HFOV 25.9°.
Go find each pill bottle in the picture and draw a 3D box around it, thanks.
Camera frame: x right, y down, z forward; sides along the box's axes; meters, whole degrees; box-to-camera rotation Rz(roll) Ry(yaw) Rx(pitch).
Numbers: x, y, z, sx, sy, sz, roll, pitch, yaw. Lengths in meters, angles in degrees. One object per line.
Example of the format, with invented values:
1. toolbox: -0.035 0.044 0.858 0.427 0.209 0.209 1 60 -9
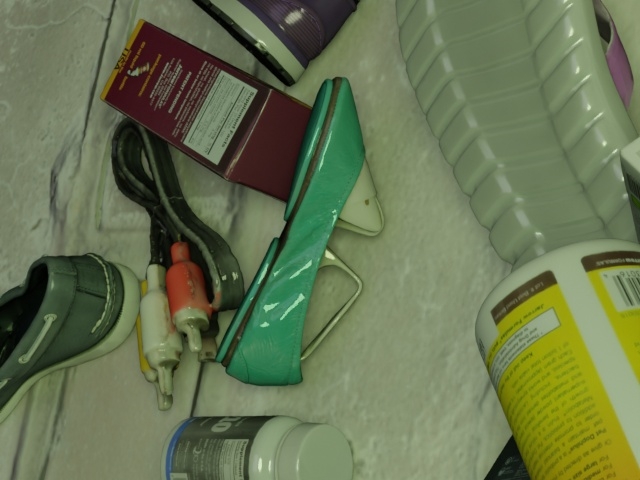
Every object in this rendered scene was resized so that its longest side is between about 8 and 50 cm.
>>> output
1. pill bottle: -0.048 0.171 1.050 0.137 0.078 0.078 -6 72 38
2. pill bottle: 0.170 0.113 0.750 0.117 0.117 0.215 -37 52 25

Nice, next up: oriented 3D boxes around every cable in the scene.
1. cable: -0.137 -0.008 1.175 0.139 0.072 0.287 -55 47 46

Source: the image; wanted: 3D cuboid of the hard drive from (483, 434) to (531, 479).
1. hard drive: 0.137 0.141 0.869 0.135 0.022 0.094 -53 9 -25

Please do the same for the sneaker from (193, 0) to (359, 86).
1. sneaker: -0.063 -0.250 1.208 0.124 0.107 0.283 -45 54 1

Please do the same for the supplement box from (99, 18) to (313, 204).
1. supplement box: -0.082 -0.105 1.153 0.188 0.104 0.081 32 97 41

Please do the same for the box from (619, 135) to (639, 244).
1. box: 0.287 -0.045 0.774 0.203 0.103 0.114 -35 52 -4

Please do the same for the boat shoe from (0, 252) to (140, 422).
1. boat shoe: -0.308 0.096 1.280 0.319 0.099 0.116 -28 59 30

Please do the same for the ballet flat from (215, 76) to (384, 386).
1. ballet flat: 0.000 0.000 1.071 0.083 0.087 0.247 -114 45 -81

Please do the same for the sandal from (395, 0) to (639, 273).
1. sandal: 0.160 -0.096 0.959 0.169 0.102 0.416 -32 69 46
